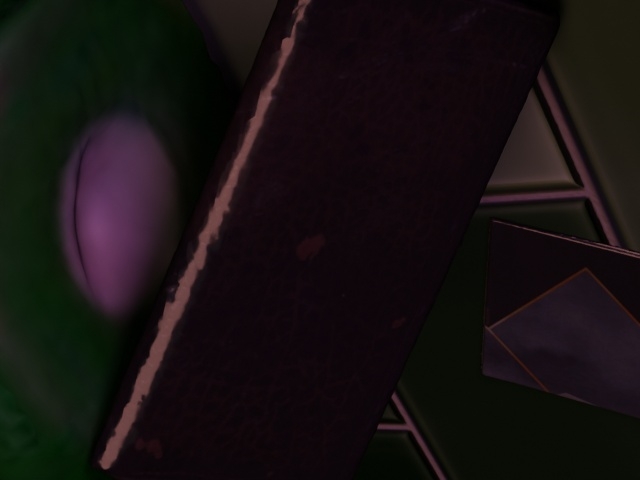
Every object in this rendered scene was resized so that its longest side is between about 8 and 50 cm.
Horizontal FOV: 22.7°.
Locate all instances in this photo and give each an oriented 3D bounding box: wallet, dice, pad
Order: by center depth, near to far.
[{"bbox_3d":[0.000,0.000,0.859,0.170,0.044,0.321,9,115,-35],"label":"wallet"},{"bbox_3d":[-0.233,-0.015,0.961,0.300,0.297,0.287,3,134,30],"label":"dice"},{"bbox_3d":[0.219,0.068,1.016,0.243,0.004,0.164,15,141,16],"label":"pad"}]
